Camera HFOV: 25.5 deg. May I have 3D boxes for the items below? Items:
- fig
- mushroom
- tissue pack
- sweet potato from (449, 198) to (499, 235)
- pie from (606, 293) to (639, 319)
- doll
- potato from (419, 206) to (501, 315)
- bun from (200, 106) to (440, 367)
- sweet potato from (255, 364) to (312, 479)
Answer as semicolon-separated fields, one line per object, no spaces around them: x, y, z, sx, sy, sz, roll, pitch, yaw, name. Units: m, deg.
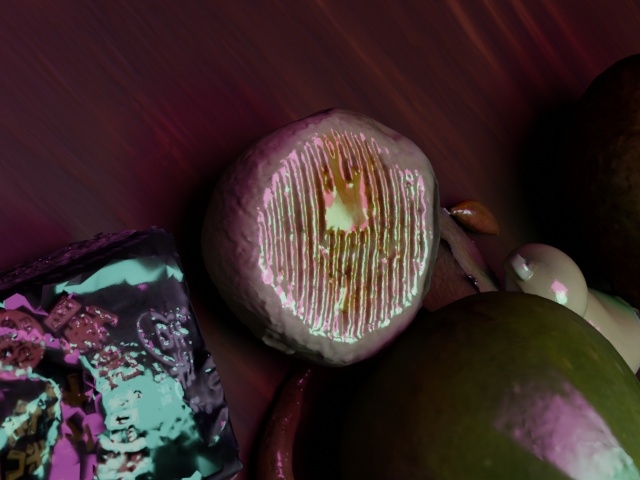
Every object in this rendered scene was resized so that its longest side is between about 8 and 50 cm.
0.189;0.206;1.347;0.316;0.316;0.316;11;74;-42;fig
0.444;-0.053;1.629;0.331;0.356;0.334;-11;101;-50;mushroom
-0.231;0.147;1.118;0.332;0.123;0.245;-25;104;-40;tissue pack
0.175;-0.026;1.592;0.095;0.034;0.034;25;65;-48;sweet potato
0.381;0.100;1.759;0.170;0.034;0.092;-7;82;-45;pie
0.269;0.088;1.567;0.296;0.117;0.141;34;22;-45;doll
0.118;0.026;1.510;0.172;0.089;0.100;55;20;16;potato
0.000;0.000;1.333;0.244;0.153;0.244;0;91;-22;bun
-0.038;0.218;1.333;0.050;0.050;0.214;23;60;-38;sweet potato
